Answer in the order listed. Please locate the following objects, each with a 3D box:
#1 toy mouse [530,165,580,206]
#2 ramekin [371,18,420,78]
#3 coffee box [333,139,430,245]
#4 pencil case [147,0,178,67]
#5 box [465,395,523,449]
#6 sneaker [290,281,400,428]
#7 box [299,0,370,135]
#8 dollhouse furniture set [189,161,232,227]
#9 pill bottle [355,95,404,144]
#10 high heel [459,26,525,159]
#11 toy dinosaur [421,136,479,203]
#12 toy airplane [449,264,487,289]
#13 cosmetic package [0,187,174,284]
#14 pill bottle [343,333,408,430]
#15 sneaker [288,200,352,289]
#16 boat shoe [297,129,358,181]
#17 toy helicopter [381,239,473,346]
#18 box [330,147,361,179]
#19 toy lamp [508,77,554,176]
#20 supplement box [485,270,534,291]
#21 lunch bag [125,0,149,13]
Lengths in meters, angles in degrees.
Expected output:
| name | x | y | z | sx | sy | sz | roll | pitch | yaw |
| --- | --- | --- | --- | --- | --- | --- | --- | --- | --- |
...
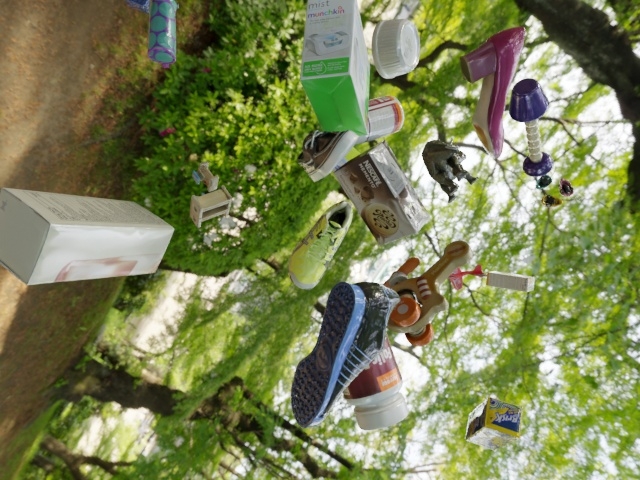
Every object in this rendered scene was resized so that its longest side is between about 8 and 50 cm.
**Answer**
| name | x | y | z | sx | sy | sz | roll | pitch | yaw |
| --- | --- | --- | --- | --- | --- | --- | --- | --- | --- |
| toy mouse | 0.763 | -0.173 | 1.367 | 0.031 | 0.161 | 0.142 | 77 | 20 | -74 |
| ramekin | 0.289 | -0.720 | 1.558 | 0.207 | 0.109 | 0.206 | -13 | 106 | -52 |
| coffee box | 0.201 | -0.151 | 1.365 | 0.168 | 0.297 | 0.119 | -21 | -165 | 47 |
| pencil case | -0.365 | -0.488 | 0.965 | 0.070 | 0.065 | 0.151 | 139 | -50 | -73 |
| box | 0.312 | 0.337 | 0.761 | 0.168 | 0.059 | 0.054 | 79 | 29 | -57 |
| sneaker | 0.034 | 0.160 | 0.568 | 0.081 | 0.091 | 0.232 | 49 | -56 | 49 |
| box | 0.045 | -0.429 | 1.063 | 0.262 | 0.127 | 0.230 | 50 | 42 | -67 |
| dollhouse furniture set | -0.436 | -0.169 | 1.546 | 0.130 | 0.183 | 0.129 | -26 | 161 | -32 |
| pill bottle | 0.140 | -0.367 | 1.291 | 0.221 | 0.121 | 0.121 | -23 | 164 | -25 |
| high heel | 0.542 | -0.416 | 1.229 | 0.182 | 0.377 | 0.127 | -26 | -137 | 8 |
| toy dinosaur | 0.313 | -0.196 | 1.072 | 0.121 | 0.160 | 0.314 | -47 | 158 | 23 |
| toy airplane | 0.467 | 0.108 | 1.362 | 0.151 | 0.151 | 0.028 | 123 | -12 | -50 |
| cosmetic package | -0.475 | -0.008 | 0.858 | 0.129 | 0.153 | 0.296 | -63 | 159 | 10 |
| pill bottle | 0.164 | 0.455 | 1.511 | 0.224 | 0.391 | 0.224 | -18 | 172 | -3 |
| sneaker | 0.000 | 0.000 | 1.509 | 0.384 | 0.145 | 0.147 | -63 | -179 | -30 |
| boat shoe | 0.003 | -0.228 | 1.054 | 0.108 | 0.102 | 0.301 | -50 | -170 | -8 |
| toy helicopter | 0.311 | 0.127 | 1.261 | 0.355 | 0.140 | 0.235 | -43 | -146 | -8 |
| box | 0.078 | -0.278 | 1.482 | 0.178 | 0.109 | 0.042 | -30 | 159 | -40 |
| toy lamp | 0.471 | -0.243 | 0.926 | 0.080 | 0.080 | 0.275 | -57 | 138 | -9 |
| supplement box | 0.477 | 0.103 | 1.047 | 0.062 | 0.099 | 0.036 | 1 | 95 | -49 |
| lunch bag | -0.534 | -0.717 | 1.226 | 0.065 | 0.099 | 0.067 | -98 | -147 | -89 |
